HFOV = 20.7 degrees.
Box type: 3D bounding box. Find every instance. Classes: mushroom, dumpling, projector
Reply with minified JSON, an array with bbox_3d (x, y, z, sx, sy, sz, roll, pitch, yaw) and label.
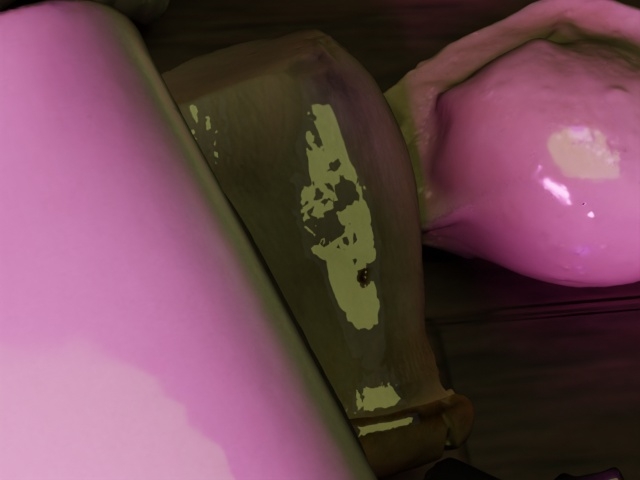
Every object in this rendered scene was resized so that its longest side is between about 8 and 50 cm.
[{"bbox_3d":[0.000,0.000,0.795,0.116,0.093,0.225,-25,80,-14],"label":"mushroom"},{"bbox_3d":[0.123,-0.052,0.835,0.181,0.111,0.155,7,66,-17],"label":"dumpling"},{"bbox_3d":[-0.126,0.102,0.604,0.248,0.248,0.249,-23,72,-19],"label":"projector"}]

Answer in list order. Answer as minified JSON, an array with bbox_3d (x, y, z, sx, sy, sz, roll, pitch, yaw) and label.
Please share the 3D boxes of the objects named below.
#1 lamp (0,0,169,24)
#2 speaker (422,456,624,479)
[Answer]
[{"bbox_3d":[-0.162,-0.137,0.816,0.193,0.106,0.106,3,62,-25],"label":"lamp"},{"bbox_3d":[0.161,0.248,0.703,0.329,0.198,0.259,20,98,12],"label":"speaker"}]
